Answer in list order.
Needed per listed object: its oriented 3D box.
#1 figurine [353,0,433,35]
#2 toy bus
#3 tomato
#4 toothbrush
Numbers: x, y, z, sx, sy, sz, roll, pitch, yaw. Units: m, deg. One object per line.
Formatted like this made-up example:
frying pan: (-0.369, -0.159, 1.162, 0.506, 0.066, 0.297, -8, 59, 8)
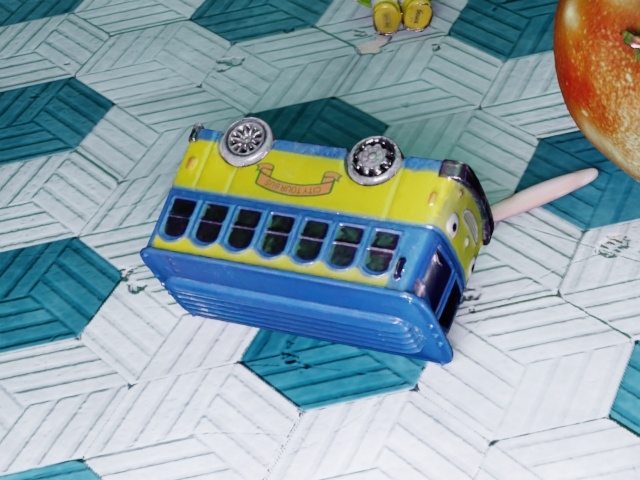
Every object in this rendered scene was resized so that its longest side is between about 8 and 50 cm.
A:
figurine: (0.093, -0.369, 1.870, 0.162, 0.143, 0.263, -10, 55, 12)
toy bus: (0.000, 0.000, 1.383, 0.287, 0.138, 0.175, 10, 64, 24)
tomato: (0.384, -0.176, 1.466, 0.303, 0.239, 0.304, -4, 51, 6)
toothbrush: (0.146, -0.019, 1.493, 0.307, 0.030, 0.025, -22, 32, -14)
